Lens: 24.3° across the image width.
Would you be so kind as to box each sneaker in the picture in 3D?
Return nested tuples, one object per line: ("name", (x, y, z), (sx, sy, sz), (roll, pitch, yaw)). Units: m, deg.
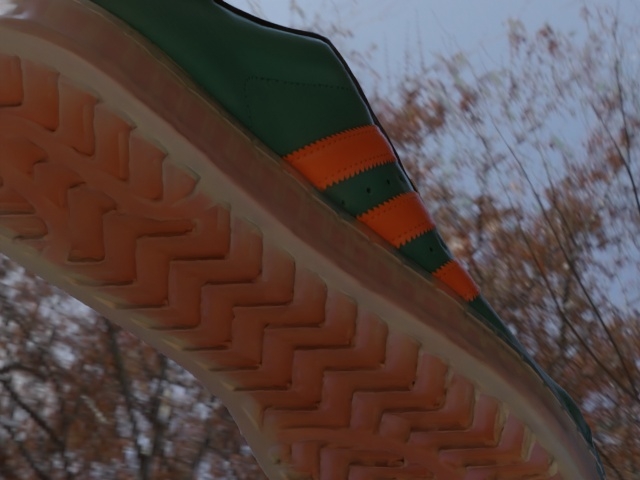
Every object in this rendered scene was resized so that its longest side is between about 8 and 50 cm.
("sneaker", (0.000, 0.000, 0.509), (0.108, 0.302, 0.121), (-28, -149, 32))
